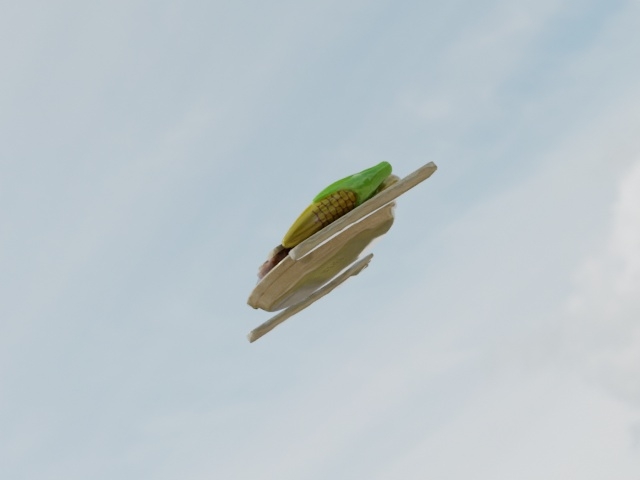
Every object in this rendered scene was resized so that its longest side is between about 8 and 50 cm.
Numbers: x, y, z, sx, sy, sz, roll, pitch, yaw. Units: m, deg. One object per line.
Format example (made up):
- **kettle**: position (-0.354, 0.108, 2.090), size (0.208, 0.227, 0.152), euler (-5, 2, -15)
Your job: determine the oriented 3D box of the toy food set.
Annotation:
- **toy food set**: position (0.000, 0.000, 1.089), size (0.132, 0.038, 0.192), euler (-32, -11, -23)
